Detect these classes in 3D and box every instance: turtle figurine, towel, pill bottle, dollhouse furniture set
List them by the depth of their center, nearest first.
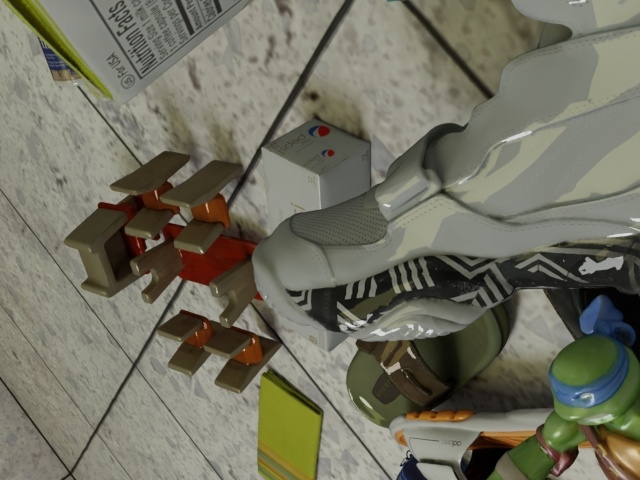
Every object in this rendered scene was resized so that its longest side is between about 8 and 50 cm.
[{"bbox_3d":[0.200,0.200,0.495,0.266,0.275,0.197,38,132,-27],"label":"turtle figurine"},{"bbox_3d":[-0.289,-0.241,0.918,0.067,0.067,0.120,18,132,42],"label":"pill bottle"},{"bbox_3d":[-0.167,0.016,0.970,0.259,0.135,0.262,13,129,31],"label":"dollhouse furniture set"},{"bbox_3d":[-0.042,0.277,1.105,0.102,0.021,0.237,30,138,24],"label":"towel"}]

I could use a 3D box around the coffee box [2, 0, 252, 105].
[{"bbox_3d":[-0.093,-0.319,0.264,0.338,0.334,0.338,48,174,12],"label":"coffee box"}]

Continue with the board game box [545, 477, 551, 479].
[{"bbox_3d":[0.248,0.345,0.794,0.136,0.030,0.260,20,133,38],"label":"board game box"}]

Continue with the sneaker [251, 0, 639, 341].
[{"bbox_3d":[0.108,-0.067,0.458,0.365,0.137,0.210,-7,104,28],"label":"sneaker"}]

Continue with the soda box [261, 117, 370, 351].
[{"bbox_3d":[0.000,0.000,0.766,0.074,0.069,0.216,29,139,34],"label":"soda box"}]

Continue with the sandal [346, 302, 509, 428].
[{"bbox_3d":[0.081,0.109,0.743,0.120,0.086,0.303,42,144,19],"label":"sandal"}]

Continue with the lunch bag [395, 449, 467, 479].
[{"bbox_3d":[0.123,0.257,0.836,0.098,0.067,0.065,42,144,21],"label":"lunch bag"}]

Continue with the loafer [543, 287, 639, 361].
[{"bbox_3d":[0.181,0.019,0.575,0.061,0.062,0.170,-7,106,66],"label":"loafer"}]

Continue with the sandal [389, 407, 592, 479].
[{"bbox_3d":[0.150,0.191,0.701,0.102,0.076,0.265,19,157,-27],"label":"sandal"}]
